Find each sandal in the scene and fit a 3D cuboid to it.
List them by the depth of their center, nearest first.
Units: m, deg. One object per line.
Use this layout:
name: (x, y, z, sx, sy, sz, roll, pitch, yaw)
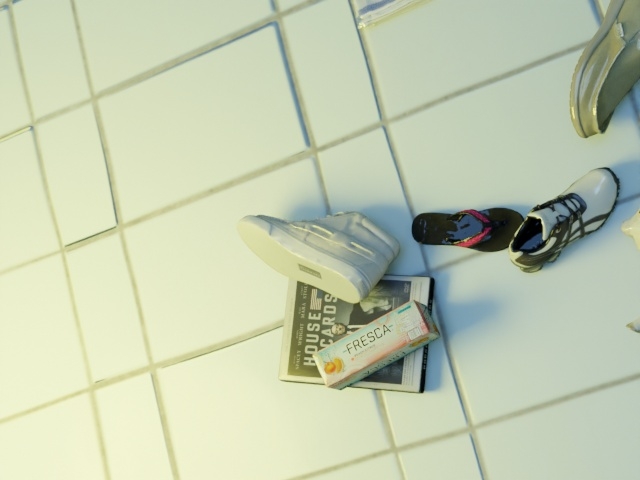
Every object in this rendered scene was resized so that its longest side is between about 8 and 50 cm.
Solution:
sandal: (0.219, -0.017, 1.984, 0.179, 0.040, 0.067, -1, 80, 23)

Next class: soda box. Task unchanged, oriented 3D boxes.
soda box: (0.084, 0.158, 1.965, 0.183, 0.063, 0.058, -29, 69, 15)

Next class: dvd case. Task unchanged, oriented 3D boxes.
dvd case: (0.054, 0.139, 2.034, 0.239, 0.029, 0.179, 2, 81, 23)

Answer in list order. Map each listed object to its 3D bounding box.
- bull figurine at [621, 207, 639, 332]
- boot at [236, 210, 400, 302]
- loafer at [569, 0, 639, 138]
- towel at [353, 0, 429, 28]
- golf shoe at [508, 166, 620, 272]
bull figurine: (0.535, 0.067, 1.802, 0.310, 0.101, 0.188, 26, 95, 27)
boot: (0.000, 0.000, 2.052, 0.258, 0.095, 0.123, 27, 58, 28)
loafer: (0.443, -0.271, 1.902, 0.092, 0.102, 0.268, 21, 88, 31)
towel: (0.118, -0.503, 2.124, 0.209, 0.034, 0.285, -21, 73, 18)
golf shoe: (0.354, -0.032, 1.902, 0.198, 0.094, 0.077, -47, 65, 7)
